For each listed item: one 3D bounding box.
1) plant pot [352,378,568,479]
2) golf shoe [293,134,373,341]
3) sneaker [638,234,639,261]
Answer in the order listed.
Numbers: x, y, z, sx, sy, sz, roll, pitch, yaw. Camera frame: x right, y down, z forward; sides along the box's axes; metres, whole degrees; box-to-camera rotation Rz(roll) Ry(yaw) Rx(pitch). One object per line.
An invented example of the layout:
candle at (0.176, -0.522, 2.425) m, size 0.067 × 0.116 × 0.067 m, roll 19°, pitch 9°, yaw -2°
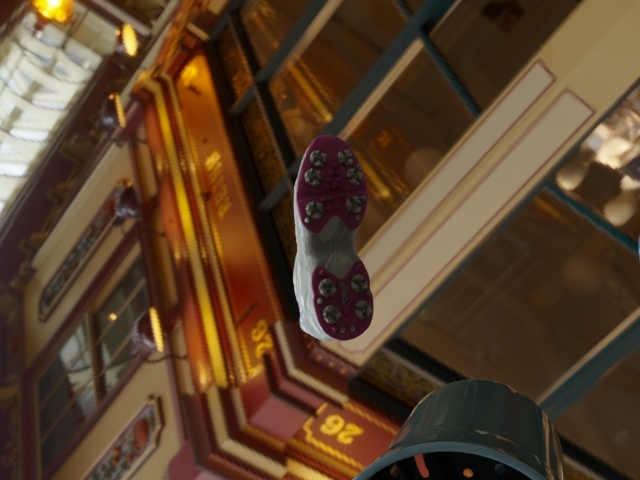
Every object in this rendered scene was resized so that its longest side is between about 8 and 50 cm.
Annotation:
plant pot at (0.211, 0.373, 1.244) m, size 0.341 × 0.341 × 0.334 m, roll 42°, pitch -161°, yaw 3°
golf shoe at (0.000, 0.000, 1.296) m, size 0.115 × 0.140 × 0.306 m, roll 5°, pitch -105°, yaw -22°
sneaker at (0.504, 0.073, 1.298) m, size 0.209 × 0.069 × 0.082 m, roll 66°, pitch 168°, yaw -7°
